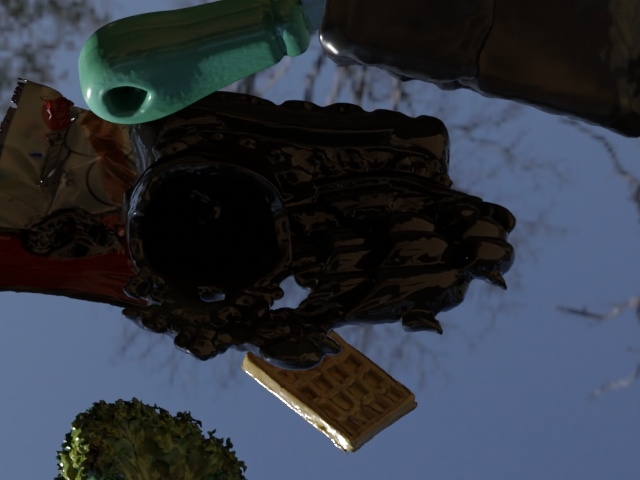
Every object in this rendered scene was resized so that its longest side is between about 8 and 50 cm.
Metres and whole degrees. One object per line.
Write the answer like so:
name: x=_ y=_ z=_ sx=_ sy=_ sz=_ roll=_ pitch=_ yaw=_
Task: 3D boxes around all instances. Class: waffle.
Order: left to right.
waffle: x=0.008 y=0.122 z=1.347 sx=0.135 sy=0.021 sz=0.092 roll=37 pitch=-131 yaw=28

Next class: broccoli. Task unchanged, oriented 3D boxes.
broccoli: x=-0.164 y=0.252 z=1.484 sx=0.194 sy=0.219 sz=0.194 roll=-26 pitch=-151 yaw=16

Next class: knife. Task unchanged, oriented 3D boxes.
knife: x=0.008 y=-0.116 z=0.728 sx=0.260 sy=0.063 sz=0.034 roll=-19 pitch=-126 yaw=7

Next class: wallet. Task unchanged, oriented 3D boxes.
wallet: x=0.110 y=-0.214 z=0.658 sx=0.171 sy=0.321 sz=0.044 roll=11 pitch=-179 yaw=-26

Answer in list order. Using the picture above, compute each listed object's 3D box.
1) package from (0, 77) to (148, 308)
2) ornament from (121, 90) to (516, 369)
package: x=-0.170 y=-0.035 z=1.200 sx=0.194 sy=0.071 sz=0.269 roll=1 pitch=-134 yaw=-12
ornament: x=0.000 y=0.000 z=0.917 sx=0.251 sy=0.106 sz=0.260 roll=2 pitch=-160 yaw=-16
